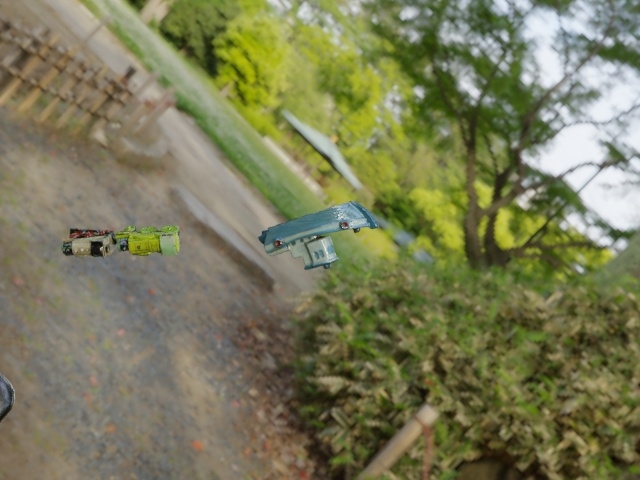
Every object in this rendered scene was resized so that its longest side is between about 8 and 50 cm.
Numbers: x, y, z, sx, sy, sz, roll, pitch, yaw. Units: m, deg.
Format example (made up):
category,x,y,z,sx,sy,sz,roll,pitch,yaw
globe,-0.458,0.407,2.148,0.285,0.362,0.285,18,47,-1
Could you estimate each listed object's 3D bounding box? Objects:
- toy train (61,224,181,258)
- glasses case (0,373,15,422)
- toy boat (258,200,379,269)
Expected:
category,x,y,z,sx,sy,sz,roll,pitch,yaw
toy train,-0.408,0.004,2.045,0.085,0.250,0.053,-75,162,-69
glasses case,-0.695,0.370,1.863,0.122,0.314,0.075,38,-5,-1
toy boat,0.000,0.000,1.777,0.088,0.215,0.102,-19,90,-75
